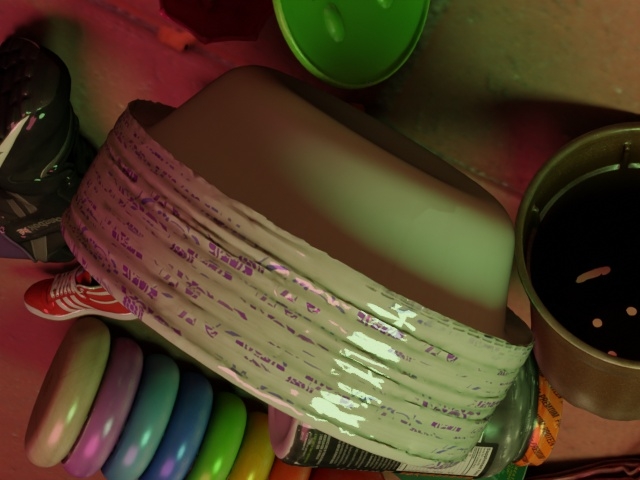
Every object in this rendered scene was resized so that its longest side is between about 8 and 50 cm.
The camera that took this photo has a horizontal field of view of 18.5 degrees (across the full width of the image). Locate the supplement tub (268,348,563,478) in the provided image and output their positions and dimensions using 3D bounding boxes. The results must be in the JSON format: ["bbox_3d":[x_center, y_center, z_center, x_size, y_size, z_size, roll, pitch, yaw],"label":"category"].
[{"bbox_3d":[0.065,0.106,1.372,0.190,0.117,0.117,5,154,-14],"label":"supplement tub"}]

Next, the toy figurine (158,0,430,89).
[{"bbox_3d":[-0.042,-0.175,1.163,0.159,0.130,0.173,5,125,44],"label":"toy figurine"}]

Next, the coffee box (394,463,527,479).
[{"bbox_3d":[0.081,0.159,1.674,0.113,0.040,0.184,-10,136,45],"label":"coffee box"}]

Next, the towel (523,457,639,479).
[{"bbox_3d":[0.292,0.295,1.763,0.237,0.037,0.329,-13,137,43],"label":"towel"}]

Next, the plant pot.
[{"bbox_3d":[0.203,0.033,1.279,0.167,0.167,0.165,18,158,9],"label":"plant pot"}]

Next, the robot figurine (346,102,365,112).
[{"bbox_3d":[-0.001,0.012,1.448,0.211,0.085,0.291,10,147,22],"label":"robot figurine"}]

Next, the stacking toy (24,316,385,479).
[{"bbox_3d":[-0.093,0.190,1.776,0.330,0.141,0.141,23,151,-13],"label":"stacking toy"}]

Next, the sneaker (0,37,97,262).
[{"bbox_3d":[-0.202,-0.062,1.476,0.124,0.107,0.283,14,157,-15],"label":"sneaker"}]

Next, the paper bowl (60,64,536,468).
[{"bbox_3d":[0.000,0.000,1.169,0.284,0.148,0.284,29,-171,-5],"label":"paper bowl"}]

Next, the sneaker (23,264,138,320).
[{"bbox_3d":[-0.209,0.037,1.672,0.118,0.042,0.067,0,148,21],"label":"sneaker"}]
